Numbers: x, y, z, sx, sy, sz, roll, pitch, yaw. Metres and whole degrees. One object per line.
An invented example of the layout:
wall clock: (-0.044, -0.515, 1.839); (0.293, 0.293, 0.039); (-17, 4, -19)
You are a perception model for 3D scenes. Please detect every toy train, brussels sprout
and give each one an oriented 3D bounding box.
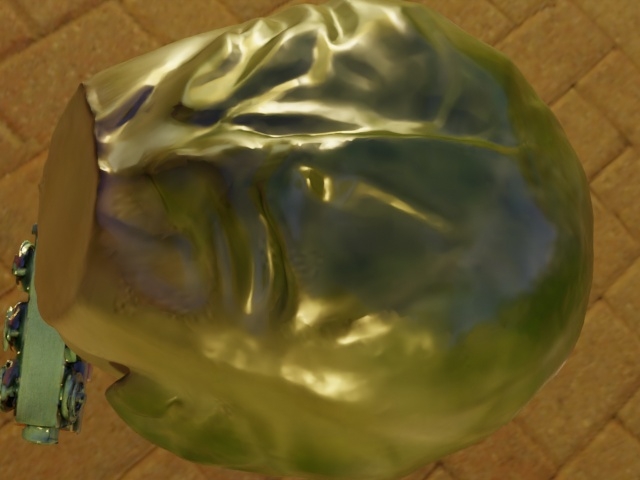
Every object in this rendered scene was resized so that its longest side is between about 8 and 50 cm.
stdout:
toy train: (-0.202, 0.069, 0.958); (0.074, 0.118, 0.176); (6, 89, 3)
brussels sprout: (0.000, 0.000, 0.554); (0.244, 0.244, 0.244); (11, 61, -20)
